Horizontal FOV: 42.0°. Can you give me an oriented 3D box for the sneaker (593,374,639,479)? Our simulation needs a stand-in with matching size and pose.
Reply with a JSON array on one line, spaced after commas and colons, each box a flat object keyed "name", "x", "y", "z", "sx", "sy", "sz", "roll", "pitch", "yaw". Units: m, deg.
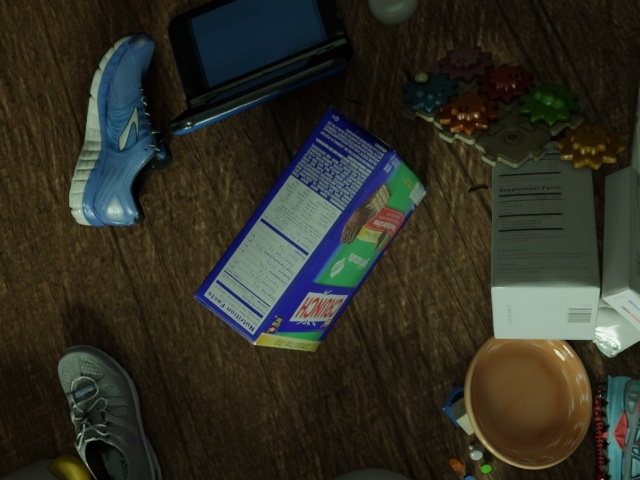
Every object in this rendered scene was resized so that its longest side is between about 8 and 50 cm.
[{"name": "sneaker", "x": 0.444, "y": 0.317, "z": 1.138, "sx": 0.125, "sy": 0.104, "sz": 0.261, "roll": 0, "pitch": 83, "yaw": 12}]

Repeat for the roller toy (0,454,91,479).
[{"name": "roller toy", "x": -0.447, "y": 0.448, "z": 1.316, "sx": 0.191, "sy": 0.146, "sz": 0.209, "roll": -7, "pitch": 92, "yaw": 17}]

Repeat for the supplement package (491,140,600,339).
[{"name": "supplement package", "x": 0.305, "y": -0.003, "z": 1.144, "sx": 0.134, "sy": 0.139, "sz": 0.244, "roll": -1, "pitch": 55, "yaw": 14}]

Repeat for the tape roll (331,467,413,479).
[{"name": "tape roll", "x": 0.062, "y": 0.458, "z": 1.180, "sx": 0.246, "sy": 0.169, "sz": 0.246, "roll": -2, "pitch": 82, "yaw": 14}]

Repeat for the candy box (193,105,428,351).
[{"name": "candy box", "x": 0.000, "y": 0.000, "z": 1.198, "sx": 0.122, "sy": 0.268, "sz": 0.317, "roll": 38, "pitch": 94, "yaw": 19}]

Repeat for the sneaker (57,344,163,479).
[{"name": "sneaker", "x": -0.342, "y": 0.290, "z": 1.325, "sx": 0.105, "sy": 0.115, "sz": 0.281, "roll": -34, "pitch": 77, "yaw": 8}]

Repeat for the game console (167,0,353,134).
[{"name": "game console", "x": -0.113, "y": -0.313, "z": 1.320, "sx": 0.293, "sy": 0.250, "sz": 0.173, "roll": -21, "pitch": 106, "yaw": 11}]

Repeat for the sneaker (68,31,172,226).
[{"name": "sneaker", "x": -0.309, "y": -0.179, "z": 1.385, "sx": 0.147, "sy": 0.130, "sz": 0.329, "roll": 10, "pitch": 89, "yaw": 0}]

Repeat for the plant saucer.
[{"name": "plant saucer", "x": 0.290, "y": 0.221, "z": 1.182, "sx": 0.200, "sy": 0.037, "sz": 0.199, "roll": 4, "pitch": 77, "yaw": -17}]

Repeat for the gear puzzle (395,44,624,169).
[{"name": "gear puzzle", "x": 0.269, "y": -0.186, "z": 1.180, "sx": 0.175, "sy": 0.044, "sz": 0.339, "roll": -39, "pitch": 52, "yaw": -19}]

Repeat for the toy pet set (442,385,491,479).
[{"name": "toy pet set", "x": 0.229, "y": 0.275, "z": 1.230, "sx": 0.122, "sy": 0.065, "sz": 0.114, "roll": -37, "pitch": 111, "yaw": 10}]

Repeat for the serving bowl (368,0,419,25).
[{"name": "serving bowl", "x": 0.116, "y": -0.390, "z": 1.340, "sx": 0.083, "sy": 0.027, "sz": 0.083, "roll": -2, "pitch": 83, "yaw": 13}]

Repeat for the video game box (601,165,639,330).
[{"name": "video game box", "x": 0.442, "y": 0.034, "z": 1.099, "sx": 0.048, "sy": 0.187, "sz": 0.205, "roll": -28, "pitch": 35, "yaw": 44}]

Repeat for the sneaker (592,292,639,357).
[{"name": "sneaker", "x": 0.397, "y": 0.121, "z": 1.191, "sx": 0.212, "sy": 0.080, "sz": 0.094, "roll": -1, "pitch": 96, "yaw": 13}]

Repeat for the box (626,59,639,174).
[{"name": "box", "x": 0.489, "y": -0.197, "z": 1.208, "sx": 0.063, "sy": 0.067, "sz": 0.323, "roll": 8, "pitch": 86, "yaw": 14}]
